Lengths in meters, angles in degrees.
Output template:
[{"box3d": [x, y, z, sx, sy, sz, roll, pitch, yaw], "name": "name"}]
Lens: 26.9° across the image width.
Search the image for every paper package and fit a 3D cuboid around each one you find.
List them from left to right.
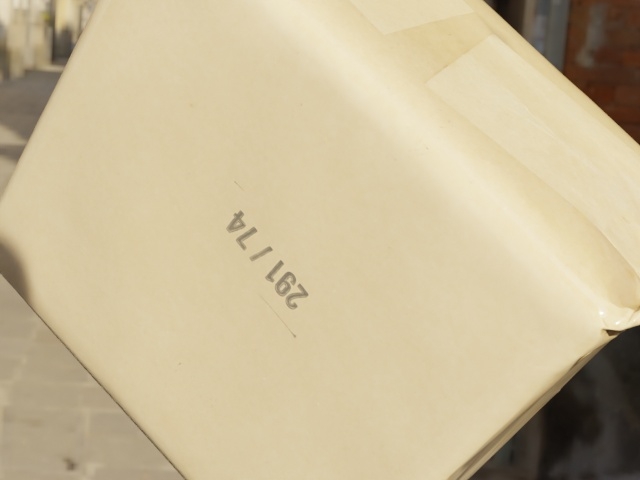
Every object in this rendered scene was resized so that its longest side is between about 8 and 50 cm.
[{"box3d": [0.000, 0.000, 0.779, 0.325, 0.309, 0.168, 46, 37, 12], "name": "paper package"}]
